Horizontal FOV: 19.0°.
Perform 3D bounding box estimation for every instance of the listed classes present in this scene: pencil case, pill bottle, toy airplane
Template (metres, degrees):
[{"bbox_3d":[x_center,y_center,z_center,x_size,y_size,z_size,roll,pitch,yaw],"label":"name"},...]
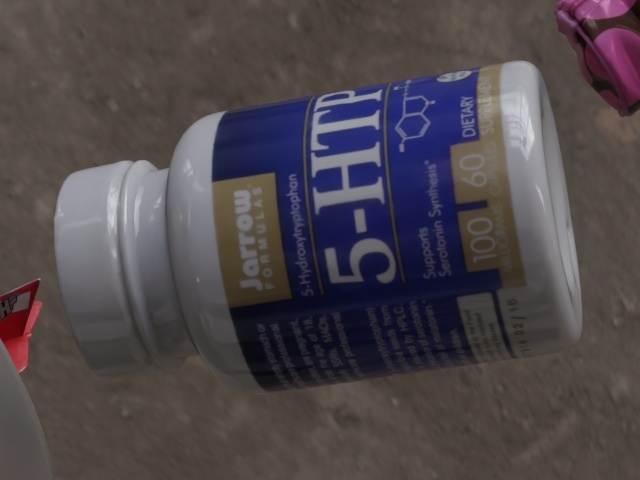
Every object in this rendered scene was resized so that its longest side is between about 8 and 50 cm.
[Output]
[{"bbox_3d":[0.245,-0.170,1.191,0.209,0.098,0.095,-38,50,11],"label":"pencil case"},{"bbox_3d":[0.000,0.000,0.731,0.186,0.112,0.112,-9,65,11],"label":"pill bottle"},{"bbox_3d":[-0.183,0.058,0.850,0.151,0.028,0.151,-25,24,12],"label":"toy airplane"}]

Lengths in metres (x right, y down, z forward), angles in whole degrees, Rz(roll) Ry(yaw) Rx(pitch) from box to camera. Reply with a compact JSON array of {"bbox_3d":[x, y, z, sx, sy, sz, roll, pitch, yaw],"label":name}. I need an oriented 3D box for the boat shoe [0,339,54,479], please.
[{"bbox_3d":[-0.189,0.181,0.804,0.158,0.127,0.341,-7,103,24],"label":"boat shoe"}]
